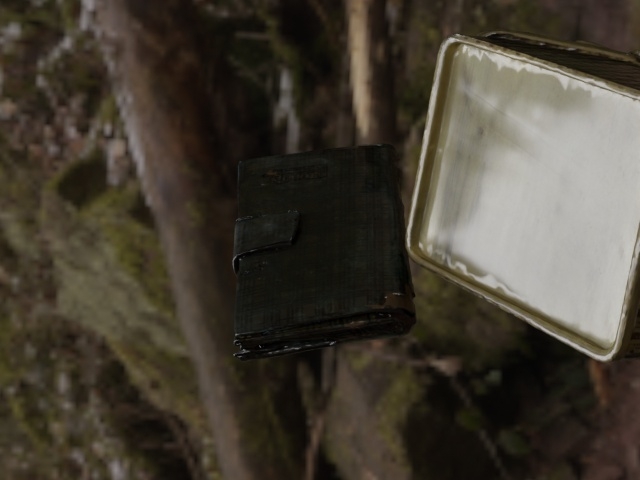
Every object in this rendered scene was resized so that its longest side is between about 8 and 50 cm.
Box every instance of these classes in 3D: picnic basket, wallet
[{"bbox_3d":[0.238,-0.048,1.383,0.313,0.175,0.228,29,114,53],"label":"picnic basket"},{"bbox_3d":[0.000,-0.001,1.522,0.317,0.169,0.044,-91,-7,-57],"label":"wallet"}]
